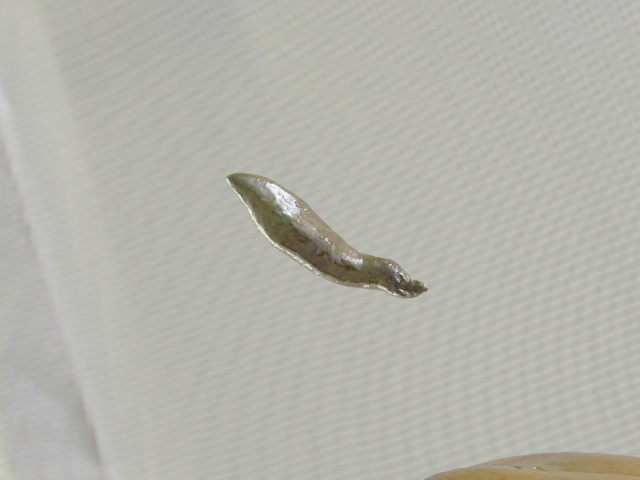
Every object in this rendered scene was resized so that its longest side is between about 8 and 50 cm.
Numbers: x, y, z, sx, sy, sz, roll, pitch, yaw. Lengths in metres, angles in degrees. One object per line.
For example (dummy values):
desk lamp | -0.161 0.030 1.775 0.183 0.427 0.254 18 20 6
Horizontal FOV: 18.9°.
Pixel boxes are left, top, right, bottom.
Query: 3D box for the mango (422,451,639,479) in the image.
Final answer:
mango | 0.144 0.175 0.797 0.287 0.201 0.152 23 -41 14

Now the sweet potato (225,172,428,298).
sweet potato | 0.000 0.003 1.282 0.153 0.041 0.038 32 -113 0
